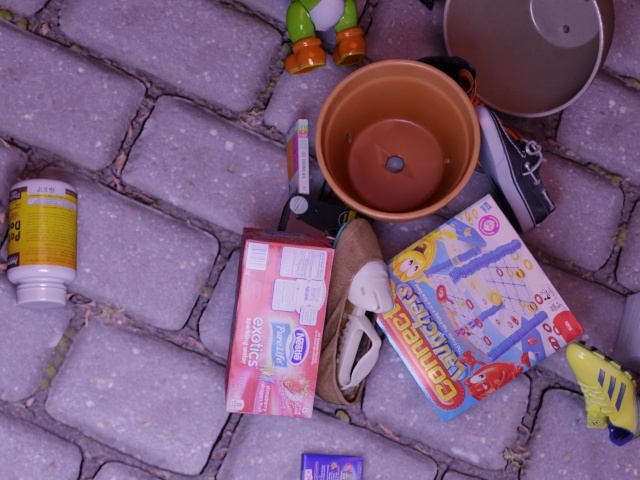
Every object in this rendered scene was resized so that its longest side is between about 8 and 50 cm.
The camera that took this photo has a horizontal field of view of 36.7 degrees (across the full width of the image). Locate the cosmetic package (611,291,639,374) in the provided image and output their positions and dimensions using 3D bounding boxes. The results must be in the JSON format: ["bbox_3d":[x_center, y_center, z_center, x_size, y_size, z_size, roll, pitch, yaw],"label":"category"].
[{"bbox_3d":[0.707,0.169,1.744,0.197,0.365,0.155,22,73,-6],"label":"cosmetic package"}]

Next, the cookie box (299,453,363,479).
[{"bbox_3d":[0.018,0.427,1.714,0.107,0.040,0.091,6,75,-10],"label":"cookie box"}]

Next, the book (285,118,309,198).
[{"bbox_3d":[-0.041,-0.145,1.820,0.035,0.096,0.144,2,76,-11],"label":"book"}]

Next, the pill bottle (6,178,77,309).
[{"bbox_3d":[-0.485,0.008,1.683,0.117,0.117,0.215,0,75,-11],"label":"pill bottle"}]

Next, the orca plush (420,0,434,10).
[{"bbox_3d":[0.309,-0.608,2.004,0.287,0.102,0.151,-29,83,-16],"label":"orca plush"}]

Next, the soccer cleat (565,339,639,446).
[{"bbox_3d":[0.518,0.286,1.760,0.121,0.093,0.289,-48,126,-1],"label":"soccer cleat"}]

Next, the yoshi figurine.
[{"bbox_3d":[-0.032,-0.514,1.906,0.203,0.203,0.362,-12,93,27],"label":"yoshi figurine"}]

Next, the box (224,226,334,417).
[{"bbox_3d":[-0.075,0.138,1.661,0.154,0.142,0.299,6,99,-7],"label":"box"}]

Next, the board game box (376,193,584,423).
[{"bbox_3d":[0.266,0.124,1.769,0.302,0.086,0.308,-34,84,2],"label":"board game box"}]

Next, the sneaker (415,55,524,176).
[{"bbox_3d":[0.287,-0.239,1.864,0.321,0.180,0.124,29,72,-3],"label":"sneaker"}]

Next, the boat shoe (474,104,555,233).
[{"bbox_3d":[0.368,-0.146,1.816,0.105,0.113,0.306,-32,122,1],"label":"boat shoe"}]

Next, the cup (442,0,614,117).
[{"bbox_3d":[0.442,-0.435,1.904,0.331,0.331,0.237,51,45,4],"label":"cup"}]

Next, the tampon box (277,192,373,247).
[{"bbox_3d":[0.000,0.000,1.787,0.161,0.101,0.120,16,73,-7],"label":"tampon box"}]

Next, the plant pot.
[{"bbox_3d":[0.140,-0.164,1.783,0.291,0.203,0.290,-1,81,3],"label":"plant pot"}]

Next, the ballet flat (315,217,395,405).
[{"bbox_3d":[0.065,0.137,1.679,0.116,0.124,0.342,2,108,-39],"label":"ballet flat"}]
